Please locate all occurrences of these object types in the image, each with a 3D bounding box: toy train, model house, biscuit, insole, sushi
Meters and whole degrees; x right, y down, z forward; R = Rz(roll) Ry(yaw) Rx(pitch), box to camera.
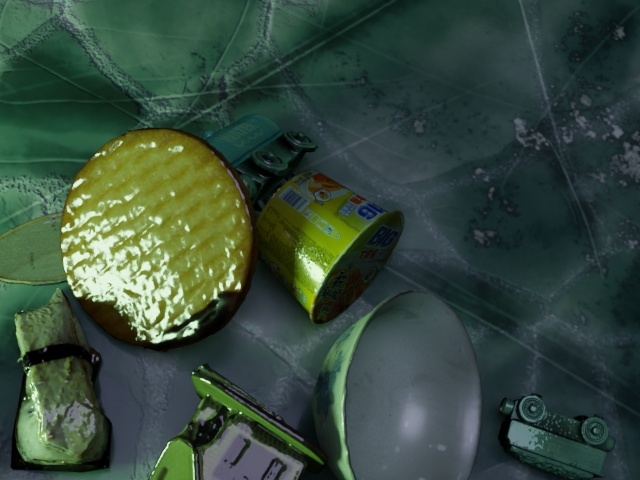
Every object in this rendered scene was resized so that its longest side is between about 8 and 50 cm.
[{"bbox_3d":[-0.107,-0.125,1.336,0.159,0.101,0.248,27,26,7],"label":"toy train"},{"bbox_3d":[0.334,0.283,1.271,0.172,0.070,0.099,19,75,2],"label":"toy train"},{"bbox_3d":[-0.145,0.334,1.110,0.205,0.218,0.278,31,70,9],"label":"model house"},{"bbox_3d":[-0.231,-0.002,1.249,0.318,0.040,0.318,1,93,20],"label":"biscuit"},{"bbox_3d":[-0.329,0.001,1.345,0.348,0.009,0.119,-7,66,-10],"label":"insole"},{"bbox_3d":[-0.357,0.172,1.206,0.134,0.109,0.273,-3,66,-8],"label":"sushi"}]

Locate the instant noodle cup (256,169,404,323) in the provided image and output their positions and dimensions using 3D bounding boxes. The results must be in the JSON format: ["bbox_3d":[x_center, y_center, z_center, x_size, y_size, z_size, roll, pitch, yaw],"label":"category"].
[{"bbox_3d":[0.000,0.000,1.292,0.153,0.205,0.205,37,66,18],"label":"instant noodle cup"}]

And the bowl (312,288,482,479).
[{"bbox_3d":[0.078,0.223,1.201,0.146,0.313,0.313,-4,55,41],"label":"bowl"}]
